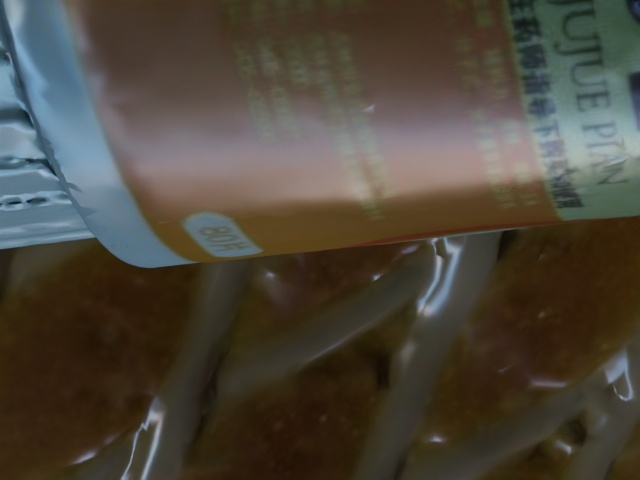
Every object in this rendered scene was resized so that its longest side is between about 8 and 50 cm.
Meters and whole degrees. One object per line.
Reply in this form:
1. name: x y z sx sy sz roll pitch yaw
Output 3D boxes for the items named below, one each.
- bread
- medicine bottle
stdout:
1. bread: 0.000 0.000 0.872 0.390 0.371 0.279 -47 -157 11
2. medicine bottle: 0.048 -0.081 0.445 0.318 0.158 0.158 -6 -163 14
